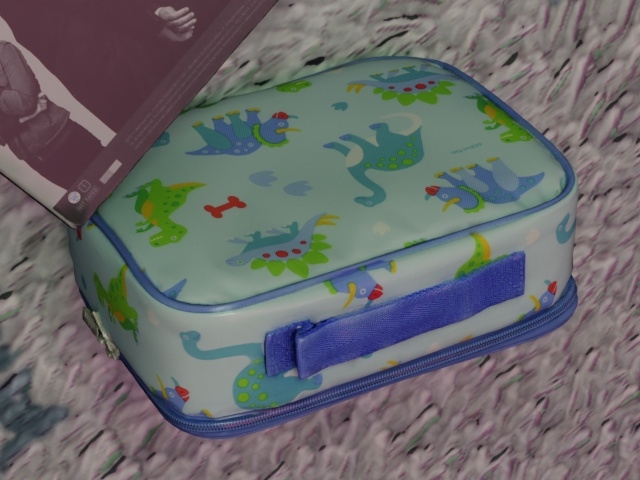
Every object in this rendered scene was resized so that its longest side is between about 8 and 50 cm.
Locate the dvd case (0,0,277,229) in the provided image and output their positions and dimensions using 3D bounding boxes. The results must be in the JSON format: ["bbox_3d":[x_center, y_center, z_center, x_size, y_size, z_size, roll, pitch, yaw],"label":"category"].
[{"bbox_3d":[-0.132,-0.141,0.777,0.238,0.029,0.179,40,93,-26],"label":"dvd case"}]

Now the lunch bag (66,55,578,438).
[{"bbox_3d":[0.000,0.000,0.876,0.219,0.176,0.090,-18,125,-21],"label":"lunch bag"}]
